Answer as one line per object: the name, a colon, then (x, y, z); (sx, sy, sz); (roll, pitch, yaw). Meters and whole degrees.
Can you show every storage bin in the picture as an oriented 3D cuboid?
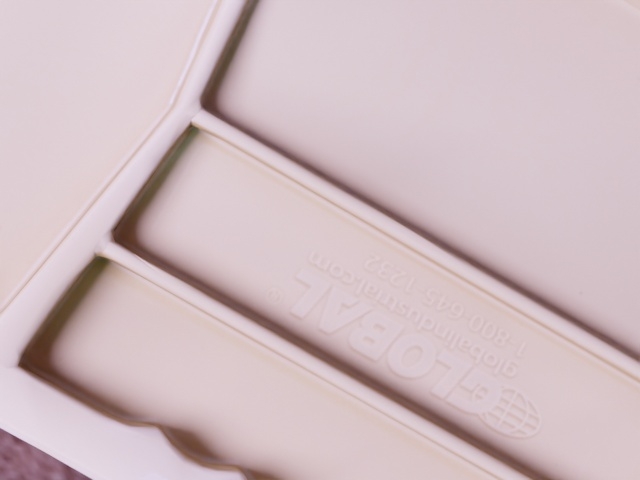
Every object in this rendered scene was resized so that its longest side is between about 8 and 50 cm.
storage bin: (0.000, 0.000, 0.434); (0.260, 0.262, 0.123); (30, 87, -7)
